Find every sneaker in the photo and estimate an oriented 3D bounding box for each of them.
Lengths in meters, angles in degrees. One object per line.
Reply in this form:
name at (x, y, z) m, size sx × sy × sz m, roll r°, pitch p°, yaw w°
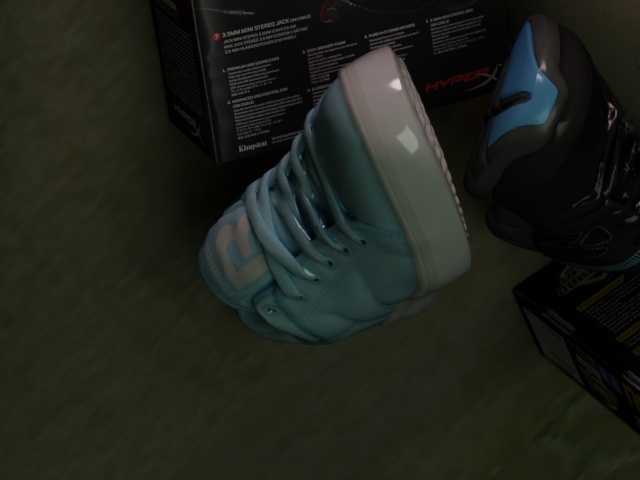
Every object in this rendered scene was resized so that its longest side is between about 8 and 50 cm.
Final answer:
sneaker at (0.000, 0.000, 1.253) m, size 0.150 × 0.366 × 0.135 m, roll -22°, pitch 72°, yaw -8°
sneaker at (0.181, -0.053, 1.302) m, size 0.140 × 0.341 × 0.125 m, roll 22°, pitch 87°, yaw 14°

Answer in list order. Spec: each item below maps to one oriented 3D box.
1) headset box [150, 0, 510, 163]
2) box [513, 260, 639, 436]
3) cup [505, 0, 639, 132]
headset box at (-0.005, -0.223, 1.280) m, size 0.218 × 0.110 × 0.293 m, roll -16°, pitch 115°, yaw -17°
box at (0.337, 0.020, 1.430) m, size 0.322 × 0.257 × 0.079 m, roll -34°, pitch 118°, yaw -9°
cup at (0.317, -0.196, 1.355) m, size 0.331 × 0.237 × 0.331 m, roll -7°, pitch 111°, yaw -20°
